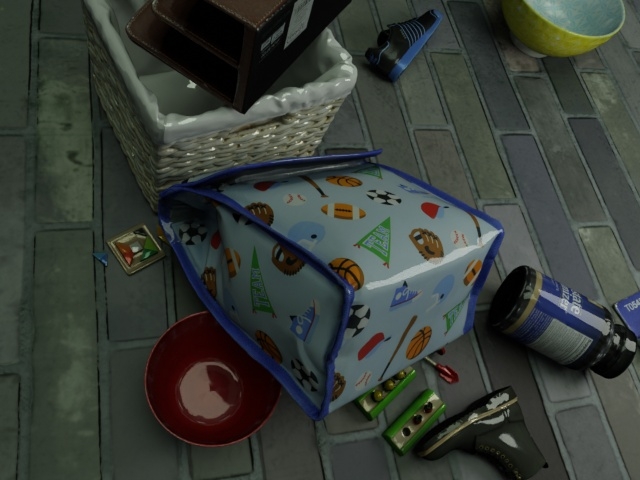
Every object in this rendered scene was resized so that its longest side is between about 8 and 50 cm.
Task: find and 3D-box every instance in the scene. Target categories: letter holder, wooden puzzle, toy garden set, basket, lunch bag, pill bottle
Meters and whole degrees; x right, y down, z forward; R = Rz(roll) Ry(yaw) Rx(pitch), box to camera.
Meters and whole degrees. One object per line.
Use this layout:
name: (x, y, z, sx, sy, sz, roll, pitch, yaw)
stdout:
letter holder: (-0.098, -0.361, 0.789, 0.214, 0.152, 0.302, 33, 60, 4)
wooden puzzle: (-0.289, 0.010, 0.921, 0.078, 0.014, 0.116, 46, 60, 10)
toy garden set: (0.117, 0.175, 0.933, 0.204, 0.049, 0.244, -36, 78, -29)
basket: (-0.177, -0.264, 0.953, 0.328, 0.266, 0.331, -22, 70, -25)
lunch bag: (0.000, 0.000, 0.830, 0.328, 0.239, 0.385, -15, 38, -41)
pill bottle: (0.411, 0.143, 0.994, 0.219, 0.123, 0.123, 28, 59, -1)

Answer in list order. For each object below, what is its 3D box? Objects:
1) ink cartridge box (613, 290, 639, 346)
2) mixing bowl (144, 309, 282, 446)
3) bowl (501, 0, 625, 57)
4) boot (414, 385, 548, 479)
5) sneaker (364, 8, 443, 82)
ink cartridge box: (0.771, 0.202, 1.103, 0.324, 0.071, 0.330, -20, 71, -24)
mixing bowl: (-0.149, 0.200, 0.812, 0.181, 0.098, 0.181, 7, 61, -12)
bowl: (0.534, -0.524, 1.364, 0.289, 0.156, 0.289, 7, 61, -12)
boot: (0.252, 0.321, 0.885, 0.198, 0.077, 0.137, -21, 76, -24)
sneaker: (0.183, -0.441, 1.260, 0.090, 0.081, 0.232, 38, 60, -3)
